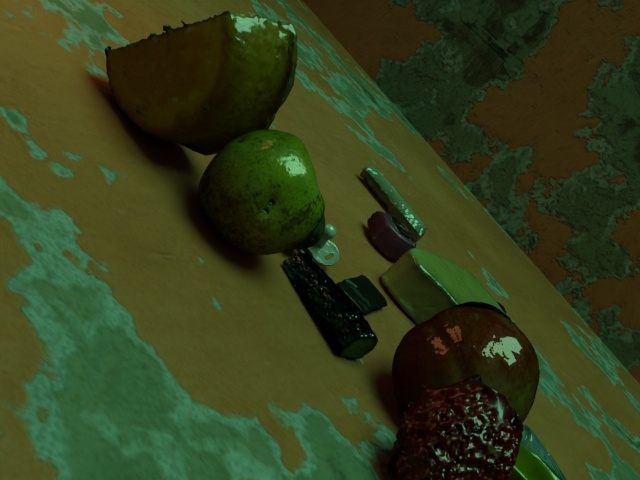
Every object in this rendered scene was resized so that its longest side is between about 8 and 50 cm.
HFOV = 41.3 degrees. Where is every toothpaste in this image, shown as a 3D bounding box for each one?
[{"bbox_3d":[0.413,0.426,1.590,0.299,0.073,0.114,46,15,-24],"label":"toothpaste"}]

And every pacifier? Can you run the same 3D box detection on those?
[{"bbox_3d":[0.000,0.000,1.567,0.099,0.078,0.081,48,38,6],"label":"pacifier"}]

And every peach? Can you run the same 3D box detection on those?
[{"bbox_3d":[0.232,0.207,1.385,0.232,0.232,0.256,35,30,-31],"label":"peach"}]

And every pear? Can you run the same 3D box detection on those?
[{"bbox_3d":[-0.097,-0.073,1.331,0.197,0.197,0.197,41,18,-16],"label":"pear"}]

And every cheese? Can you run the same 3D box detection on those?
[{"bbox_3d":[0.317,0.159,1.896,0.384,0.104,0.384,41,17,-16],"label":"cheese"}]

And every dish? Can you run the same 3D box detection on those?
[{"bbox_3d":[0.334,0.406,1.412,0.208,0.080,0.148,35,16,-27],"label":"dish"}]

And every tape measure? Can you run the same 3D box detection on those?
[{"bbox_3d":[0.165,-0.014,1.985,0.118,0.074,0.125,30,21,-40],"label":"tape measure"}]

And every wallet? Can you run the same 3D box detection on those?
[{"bbox_3d":[0.077,0.103,1.607,0.082,0.018,0.157,50,18,14],"label":"wallet"}]

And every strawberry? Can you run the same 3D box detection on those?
[{"bbox_3d":[0.179,0.298,1.162,0.201,0.187,0.184,-44,115,-46],"label":"strawberry"}]

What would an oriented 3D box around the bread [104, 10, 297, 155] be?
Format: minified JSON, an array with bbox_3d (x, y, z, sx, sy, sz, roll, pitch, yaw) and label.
[{"bbox_3d":[-0.192,-0.240,1.382,0.194,0.340,0.178,7,79,-55],"label":"bread"}]

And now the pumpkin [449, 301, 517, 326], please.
[{"bbox_3d":[0.301,0.214,1.637,0.202,0.140,0.201,13,60,-24],"label":"pumpkin"}]

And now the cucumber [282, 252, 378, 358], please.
[{"bbox_3d":[0.017,0.096,1.403,0.078,0.062,0.211,22,29,-52],"label":"cucumber"}]

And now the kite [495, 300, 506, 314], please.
[{"bbox_3d":[0.434,0.211,2.021,0.160,0.010,0.182,79,4,-50],"label":"kite"}]

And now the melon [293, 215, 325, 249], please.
[{"bbox_3d":[-0.045,-0.042,1.517,0.098,0.098,0.130,27,21,-46],"label":"melon"}]

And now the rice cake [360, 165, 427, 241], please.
[{"bbox_3d":[0.197,-0.100,2.297,0.256,0.052,0.057,52,21,19],"label":"rice cake"}]
